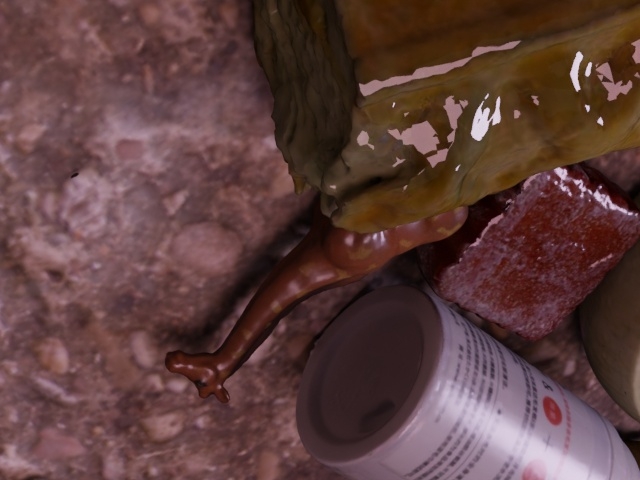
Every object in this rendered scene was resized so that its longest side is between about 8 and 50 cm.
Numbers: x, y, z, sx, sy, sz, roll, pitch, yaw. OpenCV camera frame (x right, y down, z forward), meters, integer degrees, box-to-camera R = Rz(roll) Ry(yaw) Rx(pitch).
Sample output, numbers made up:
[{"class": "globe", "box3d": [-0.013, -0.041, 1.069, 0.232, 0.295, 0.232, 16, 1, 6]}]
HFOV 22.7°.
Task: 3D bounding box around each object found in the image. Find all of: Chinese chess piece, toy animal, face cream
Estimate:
[{"class": "Chinese chess piece", "box3d": [0.322, 0.043, 1.241, 0.250, 0.101, 0.250, -13, 131, -16]}, {"class": "toy animal", "box3d": [0.000, 0.000, 1.077, 0.224, 0.066, 0.230, -10, 125, -13]}, {"class": "face cream", "box3d": [0.157, 0.180, 1.212, 0.145, 0.145, 0.369, -45, 124, 13]}]

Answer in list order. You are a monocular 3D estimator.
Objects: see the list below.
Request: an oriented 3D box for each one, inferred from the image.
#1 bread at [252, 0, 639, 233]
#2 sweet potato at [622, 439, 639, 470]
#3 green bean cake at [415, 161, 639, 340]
[{"class": "bread", "box3d": [0.092, -0.137, 0.931, 0.252, 0.238, 0.196, -10, 168, -14]}, {"class": "sweet potato", "box3d": [0.188, 0.222, 1.342, 0.269, 0.075, 0.075, -13, 131, -16]}, {"class": "green bean cake", "box3d": [0.150, -0.003, 1.153, 0.135, 0.056, 0.136, 26, 113, -39]}]
